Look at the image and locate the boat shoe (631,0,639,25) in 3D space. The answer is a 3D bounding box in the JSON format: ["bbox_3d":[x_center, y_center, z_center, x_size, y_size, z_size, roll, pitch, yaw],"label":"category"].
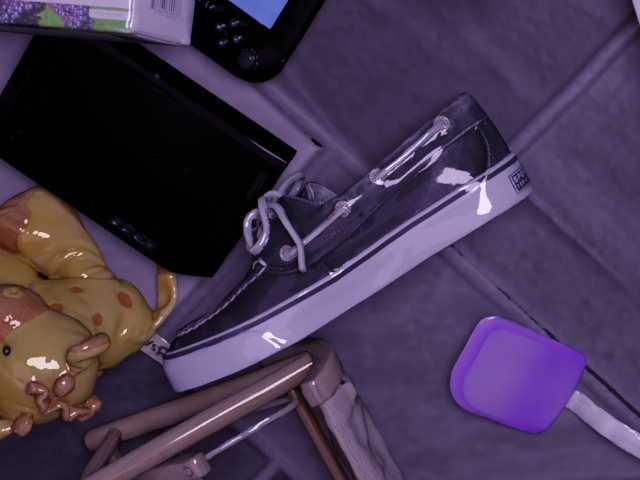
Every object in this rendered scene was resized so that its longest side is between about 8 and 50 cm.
[{"bbox_3d":[0.275,-0.113,1.036,0.084,0.095,0.258,-18,104,21],"label":"boat shoe"}]

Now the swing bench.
[{"bbox_3d":[-0.036,0.232,1.180,0.255,0.165,0.253,-25,100,13],"label":"swing bench"}]

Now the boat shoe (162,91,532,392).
[{"bbox_3d":[0.000,0.001,1.122,0.306,0.113,0.105,-32,93,16],"label":"boat shoe"}]

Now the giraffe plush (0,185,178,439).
[{"bbox_3d":[-0.213,0.078,1.157,0.210,0.170,0.181,22,110,4],"label":"giraffe plush"}]

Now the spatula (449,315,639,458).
[{"bbox_3d":[0.238,0.151,1.163,0.296,0.030,0.084,28,112,1],"label":"spatula"}]

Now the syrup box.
[{"bbox_3d":[-0.213,-0.195,1.080,0.237,0.093,0.096,6,92,20],"label":"syrup box"}]

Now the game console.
[{"bbox_3d":[-0.084,-0.159,1.123,0.213,0.044,0.361,33,110,0],"label":"game console"}]
